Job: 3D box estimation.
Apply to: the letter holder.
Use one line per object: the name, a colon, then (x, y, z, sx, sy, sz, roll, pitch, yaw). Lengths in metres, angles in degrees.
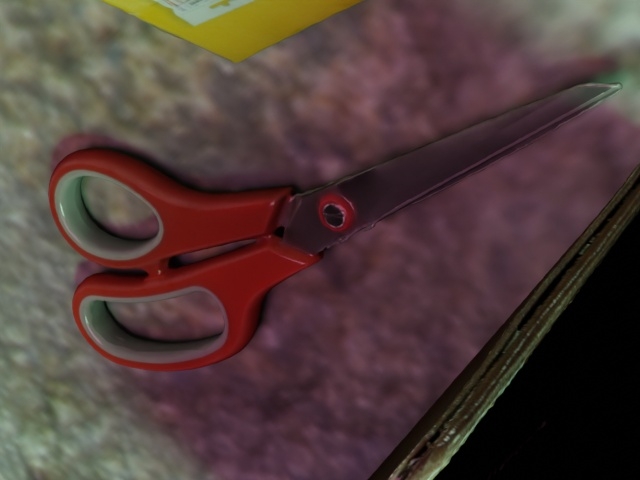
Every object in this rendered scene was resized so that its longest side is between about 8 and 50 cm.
letter holder: (0.056, 0.153, 0.565, 0.152, 0.214, 0.302, 42, 131, 7)

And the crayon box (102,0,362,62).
crayon box: (-0.075, -0.170, 0.469, 0.203, 0.323, 0.083, -20, 62, 39)

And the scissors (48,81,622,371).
scissors: (0.000, 0.000, 0.649, 0.297, 0.021, 0.109, -6, 109, 35)
